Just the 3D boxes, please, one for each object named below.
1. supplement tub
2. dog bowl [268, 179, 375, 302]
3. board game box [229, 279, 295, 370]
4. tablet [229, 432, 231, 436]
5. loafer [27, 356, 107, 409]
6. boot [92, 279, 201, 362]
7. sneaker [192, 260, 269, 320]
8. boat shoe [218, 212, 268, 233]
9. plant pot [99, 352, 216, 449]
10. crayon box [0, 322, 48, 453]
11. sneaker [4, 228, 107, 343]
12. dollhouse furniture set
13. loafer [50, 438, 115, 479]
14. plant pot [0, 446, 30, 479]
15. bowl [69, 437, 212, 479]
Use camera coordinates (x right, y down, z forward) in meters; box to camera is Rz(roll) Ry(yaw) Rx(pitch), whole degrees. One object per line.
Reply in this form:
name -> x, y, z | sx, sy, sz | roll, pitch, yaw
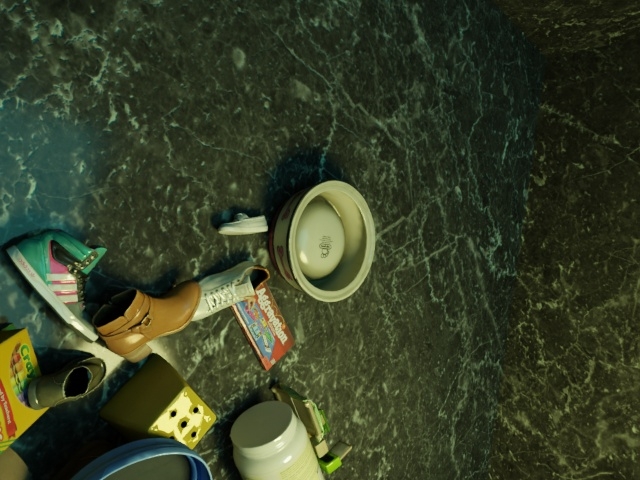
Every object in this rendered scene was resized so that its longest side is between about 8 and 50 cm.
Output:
supplement tub -> -0.132, 0.692, 1.627 | 0.235, 0.235, 0.325 | -34, 116, -37
dog bowl -> 0.000, 0.000, 1.778 | 0.408, 0.150, 0.408 | -4, 95, -44
board game box -> -0.187, 0.268, 1.699 | 0.145, 0.027, 0.281 | -41, 119, -35
tablet -> -0.251, 0.602, 1.672 | 0.083, 0.006, 0.054 | -52, 125, -29
loafer -> -0.569, 0.334, 1.229 | 0.251, 0.087, 0.094 | -25, 107, -82
boot -> -0.442, 0.169, 1.350 | 0.283, 0.109, 0.220 | -42, 150, -20
sneaker -> -0.275, 0.144, 1.546 | 0.290, 0.123, 0.106 | -35, 117, -35
boat shoe -> -0.237, -0.053, 1.611 | 0.184, 0.066, 0.063 | -5, 85, -42
plant pot -> -0.409, 0.463, 1.391 | 0.212, 0.187, 0.212 | -49, 123, -29
crayon box -> -0.678, 0.316, 1.080 | 0.318, 0.081, 0.202 | -73, 153, -74
sneaker -> -0.581, 0.090, 1.260 | 0.178, 0.123, 0.296 | -40, 118, -24
dollhouse furniture set -> -0.019, 0.590, 1.759 | 0.151, 0.197, 0.302 | -32, 114, -36
loafer -> -0.621, 0.649, 1.240 | 0.366, 0.130, 0.134 | -55, 126, -26
plant pot -> -0.738, 0.537, 1.069 | 0.229, 0.263, 0.263 | -50, 126, -50
bowl -> -0.447, 0.636, 1.234 | 0.391, 0.077, 0.391 | -20, 126, -30
